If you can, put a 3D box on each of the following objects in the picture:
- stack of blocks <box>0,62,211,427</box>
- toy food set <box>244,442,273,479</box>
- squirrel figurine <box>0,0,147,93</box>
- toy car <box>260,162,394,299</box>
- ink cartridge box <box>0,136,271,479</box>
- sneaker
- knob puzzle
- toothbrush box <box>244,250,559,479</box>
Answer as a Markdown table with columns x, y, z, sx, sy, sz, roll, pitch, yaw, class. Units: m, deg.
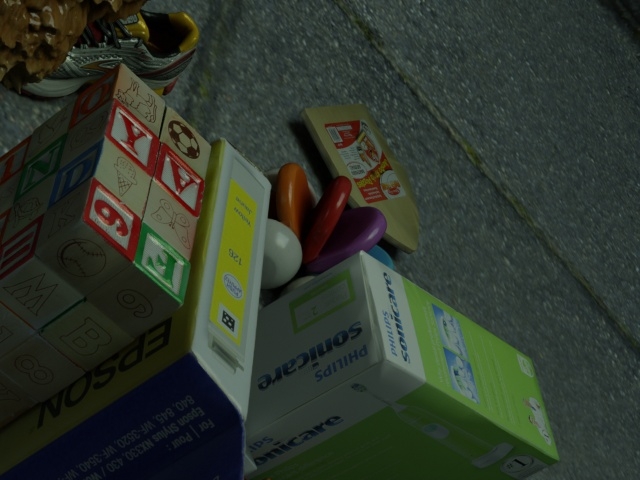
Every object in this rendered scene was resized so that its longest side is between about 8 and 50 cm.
| x | y | z | sx | sy | sz | roll | pitch | yaw | class |
| --- | --- | --- | --- | --- | --- | --- | --- | --- | --- |
| -0.215 | 0.035 | 1.206 | 0.087 | 0.297 | 0.171 | 43 | 28 | -26 | stack of blocks |
| -0.106 | 0.205 | 1.498 | 0.111 | 0.104 | 0.232 | 62 | 3 | 40 | toy food set |
| -0.297 | -0.322 | 1.499 | 0.370 | 0.281 | 0.397 | -15 | 70 | -57 | squirrel figurine |
| 0.000 | 0.000 | 1.838 | 0.182 | 0.136 | 0.159 | 49 | 26 | -20 | toy car |
| -0.167 | 0.113 | 1.199 | 0.072 | 0.303 | 0.307 | 45 | 27 | -24 | ink cartridge box |
| -0.210 | -0.187 | 1.683 | 0.225 | 0.093 | 0.088 | -3 | 61 | -43 | sneaker |
| 0.053 | -0.067 | 2.140 | 0.213 | 0.030 | 0.213 | 43 | 28 | -30 | knob puzzle |
| 0.050 | 0.152 | 1.676 | 0.283 | 0.206 | 0.122 | 30 | 37 | -45 | toothbrush box |
